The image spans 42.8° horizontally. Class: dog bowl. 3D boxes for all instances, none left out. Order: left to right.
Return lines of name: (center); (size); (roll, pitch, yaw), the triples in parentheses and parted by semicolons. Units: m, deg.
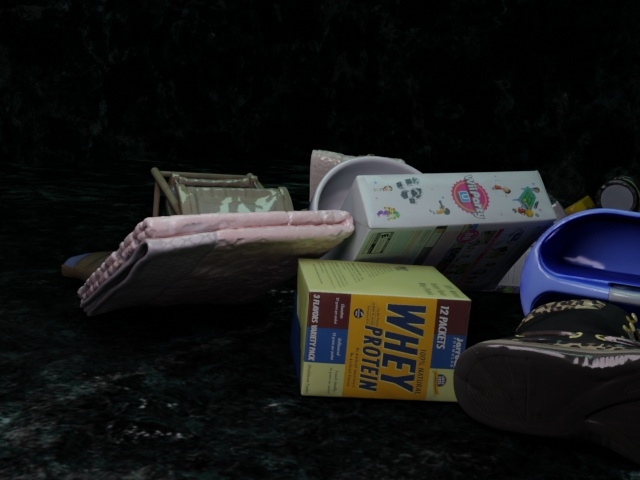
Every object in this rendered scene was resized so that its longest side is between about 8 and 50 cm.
dog bowl: (0.101, -0.013, 1.443); (0.264, 0.265, 0.104); (2, -31, -16)

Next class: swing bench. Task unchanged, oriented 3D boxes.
swing bench: (-0.217, -0.057, 1.780); (0.253, 0.165, 0.254); (0, 12, -30)

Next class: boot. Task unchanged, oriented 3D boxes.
boot: (-0.358, 0.034, 1.448); (0.106, 0.082, 0.219); (11, 14, 15)
boot: (0.380, 0.166, 0.995); (0.377, 0.138, 0.284); (4, 9, 25)

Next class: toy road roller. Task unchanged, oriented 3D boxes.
toy road roller: (0.672, 0.003, 1.963); (0.329, 0.241, 0.202); (-31, -6, 25)

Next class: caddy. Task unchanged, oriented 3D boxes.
caddy: (0.472, 0.080, 1.206); (0.341, 0.241, 0.179); (8, 4, 18)

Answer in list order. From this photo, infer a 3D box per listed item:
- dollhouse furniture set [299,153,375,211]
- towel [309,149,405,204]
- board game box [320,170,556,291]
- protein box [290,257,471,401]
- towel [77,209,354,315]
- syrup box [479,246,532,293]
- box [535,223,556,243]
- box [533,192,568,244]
dollhouse furniture set: (0.083, -0.075, 1.983); (0.161, 0.212, 0.242); (-31, -5, 22)
towel: (0.070, -0.050, 1.625); (0.187, 0.282, 0.049); (6, 37, 5)
board game box: (0.172, -0.003, 1.263); (0.303, 0.098, 0.224); (-3, -31, -19)
protein box: (0.070, 0.114, 1.088); (0.201, 0.136, 0.200); (4, 10, -7)
towel: (-0.159, 0.039, 1.196); (0.317, 0.053, 0.332); (-3, -18, -33)
syrup box: (0.316, 0.049, 1.666); (0.236, 0.096, 0.093); (3, 9, -10)
box: (0.582, 0.051, 1.676); (0.247, 0.142, 0.163); (5, 9, -10)
box: (0.439, -0.016, 1.838); (0.231, 0.056, 0.183); (-33, 4, 12)
